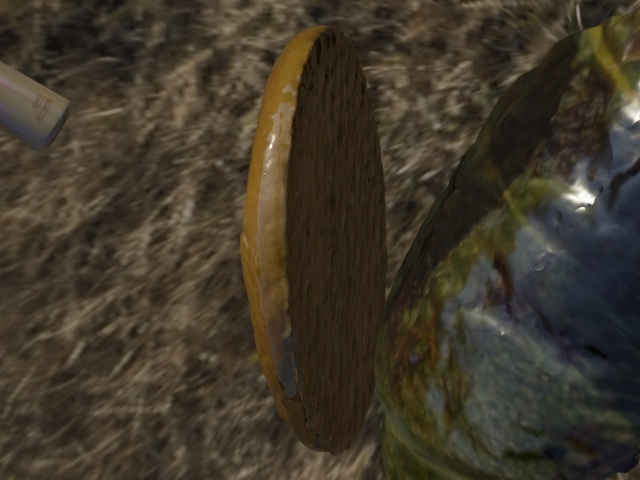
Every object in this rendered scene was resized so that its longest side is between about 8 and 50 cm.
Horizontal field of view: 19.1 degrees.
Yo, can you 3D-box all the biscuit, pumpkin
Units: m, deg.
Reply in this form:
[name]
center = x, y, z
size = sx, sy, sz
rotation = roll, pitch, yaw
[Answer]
[biscuit]
center = -0.001, 0.000, 1.149
size = 0.037, 0.262, 0.262
rotation = -1, 95, 14
[pumpkin]
center = 0.078, 0.021, 0.650
size = 0.111, 0.278, 0.163
rotation = 43, 68, -12

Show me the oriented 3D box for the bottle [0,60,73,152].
[bottle]
center = -0.233, -0.106, 1.403
size = 0.096, 0.045, 0.045
rotation = 32, 99, -11
